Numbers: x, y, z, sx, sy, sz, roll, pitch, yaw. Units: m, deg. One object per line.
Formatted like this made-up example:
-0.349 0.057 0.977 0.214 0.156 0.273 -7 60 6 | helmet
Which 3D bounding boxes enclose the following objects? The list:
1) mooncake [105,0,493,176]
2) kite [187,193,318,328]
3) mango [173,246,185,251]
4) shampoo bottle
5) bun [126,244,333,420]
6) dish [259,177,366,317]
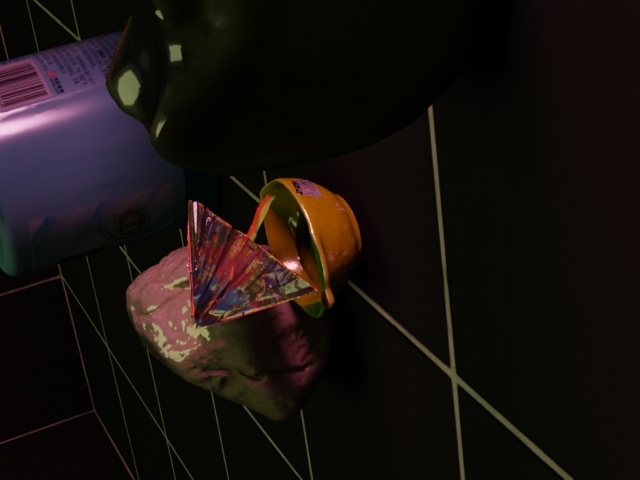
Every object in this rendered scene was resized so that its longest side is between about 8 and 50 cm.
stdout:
-0.035 -0.229 0.990 0.187 0.351 0.351 -127 27 -51 | mooncake
-0.093 0.031 1.478 0.241 0.014 0.183 28 92 39 | kite
-0.208 0.123 2.141 0.137 0.091 0.237 -126 26 -56 | mango
-0.375 -0.143 1.980 0.331 0.342 0.331 163 90 -71 | shampoo bottle
-0.095 0.096 1.627 0.205 0.281 0.281 -59 31 3 | bun
0.000 0.000 1.477 0.149 0.080 0.208 97 151 -43 | dish
